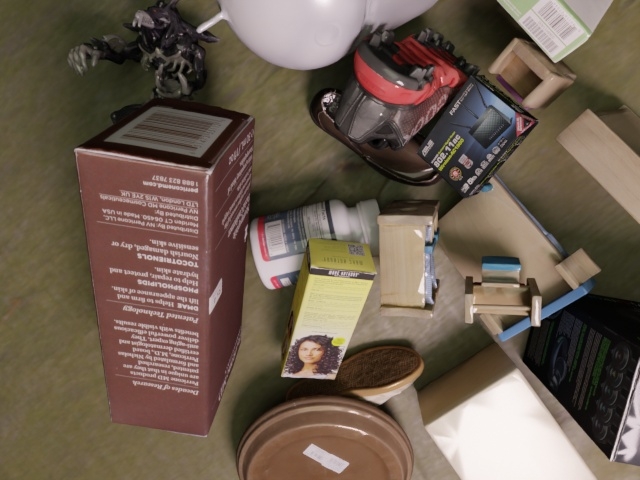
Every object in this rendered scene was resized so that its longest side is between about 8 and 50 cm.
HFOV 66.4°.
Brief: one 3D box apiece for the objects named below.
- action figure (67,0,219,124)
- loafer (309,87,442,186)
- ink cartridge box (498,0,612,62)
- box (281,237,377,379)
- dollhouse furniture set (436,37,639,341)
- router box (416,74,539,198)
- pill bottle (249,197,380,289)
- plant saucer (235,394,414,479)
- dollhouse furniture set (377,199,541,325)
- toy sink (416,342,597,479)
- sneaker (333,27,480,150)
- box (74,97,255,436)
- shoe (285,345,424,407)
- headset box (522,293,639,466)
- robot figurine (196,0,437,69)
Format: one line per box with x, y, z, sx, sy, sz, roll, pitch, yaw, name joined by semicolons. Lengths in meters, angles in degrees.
-0.234;-0.216;0.665;0.164;0.141;0.275;13;101;13;action figure
0.080;-0.141;0.686;0.220;0.078;0.080;27;99;-1;loafer
0.298;-0.351;0.620;0.171;0.056;0.235;44;57;-4;ink cartridge box
0.003;0.104;0.679;0.088;0.058;0.232;5;129;-10;box
0.294;-0.063;0.695;0.286;0.198;0.303;54;131;16;dollhouse furniture set
0.190;-0.127;0.605;0.092;0.038;0.122;49;130;21;router box
0.000;0.000;0.699;0.180;0.108;0.107;-13;98;5;pill bottle
0.006;0.357;0.752;0.278;0.041;0.277;0;114;1;plant saucer
0.177;0.020;0.626;0.184;0.129;0.129;1;104;17;dollhouse furniture set
0.274;0.298;0.718;0.153;0.131;0.234;-36;90;8;toy sink
0.107;-0.184;0.611;0.097;0.276;0.135;44;129;12;sneaker
-0.176;0.041;0.613;0.143;0.191;0.381;10;121;0;box
0.056;0.224;0.758;0.219;0.076;0.058;-20;133;6;shoe
0.436;0.173;0.612;0.247;0.283;0.131;10;100;2;headset box
0.020;-0.323;0.555;0.353;0.300;0.199;-40;92;-31;robot figurine
